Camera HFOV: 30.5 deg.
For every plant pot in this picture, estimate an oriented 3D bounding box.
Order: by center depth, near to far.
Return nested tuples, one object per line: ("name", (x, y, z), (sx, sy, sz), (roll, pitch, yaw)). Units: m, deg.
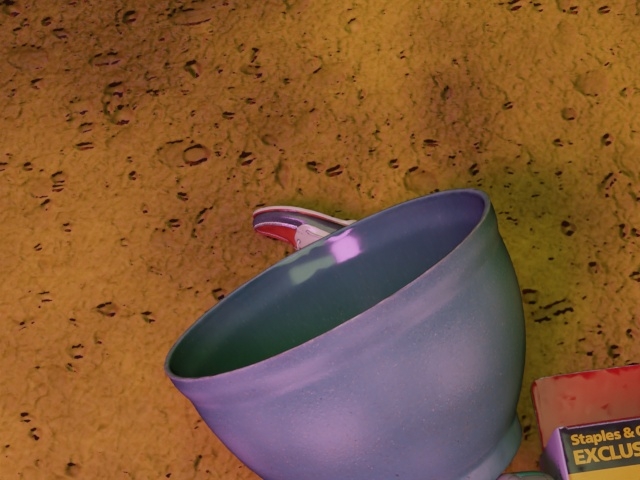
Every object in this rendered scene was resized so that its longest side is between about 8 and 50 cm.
("plant pot", (0.047, 0.113, 0.961), (0.293, 0.293, 0.196), (-30, 102, -9))

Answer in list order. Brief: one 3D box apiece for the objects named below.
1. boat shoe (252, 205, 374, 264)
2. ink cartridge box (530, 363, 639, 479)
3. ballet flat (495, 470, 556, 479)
("boat shoe", (0.000, 0.000, 1.108), (0.137, 0.049, 0.043), (12, 73, 1))
("ink cartridge box", (0.350, 0.211, 0.974), (0.309, 0.130, 0.271), (-8, 69, -1))
("ballet flat", (0.137, 0.283, 0.921), (0.068, 0.072, 0.213), (15, 88, -38))
